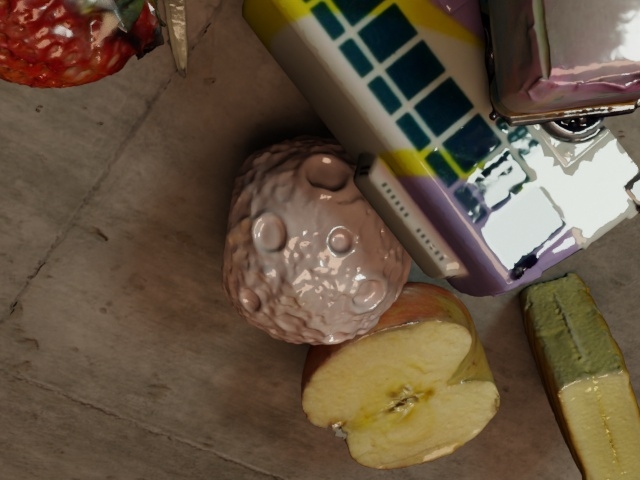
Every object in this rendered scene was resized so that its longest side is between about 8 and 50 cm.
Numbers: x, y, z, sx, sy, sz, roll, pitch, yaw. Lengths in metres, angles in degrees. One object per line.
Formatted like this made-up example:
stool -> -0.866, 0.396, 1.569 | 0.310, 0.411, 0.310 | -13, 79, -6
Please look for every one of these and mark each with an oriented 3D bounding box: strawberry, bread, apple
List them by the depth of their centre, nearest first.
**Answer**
strawberry -> -0.311, -0.274, 1.140 | 0.288, 0.239, 0.250 | -13, 120, 5
apple -> 0.098, 0.167, 1.554 | 0.251, 0.163, 0.293 | -24, 130, 6
bread -> 0.377, 0.205, 1.609 | 0.111, 0.239, 0.246 | -18, 123, 6

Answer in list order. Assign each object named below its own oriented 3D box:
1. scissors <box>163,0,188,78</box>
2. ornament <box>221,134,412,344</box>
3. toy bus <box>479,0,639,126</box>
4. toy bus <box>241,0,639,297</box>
scissors -> -0.169, -0.321, 1.266 | 0.109, 0.022, 0.300 | -6, 124, -5
ornament -> 0.000, 0.000, 1.370 | 0.225, 0.259, 0.259 | 10, 121, 0
toy bus -> 0.233, -0.310, 1.040 | 0.171, 0.162, 0.387 | -7, 89, -9
toy bus -> 0.128, -0.149, 1.204 | 0.249, 0.209, 0.440 | -39, 96, -8
